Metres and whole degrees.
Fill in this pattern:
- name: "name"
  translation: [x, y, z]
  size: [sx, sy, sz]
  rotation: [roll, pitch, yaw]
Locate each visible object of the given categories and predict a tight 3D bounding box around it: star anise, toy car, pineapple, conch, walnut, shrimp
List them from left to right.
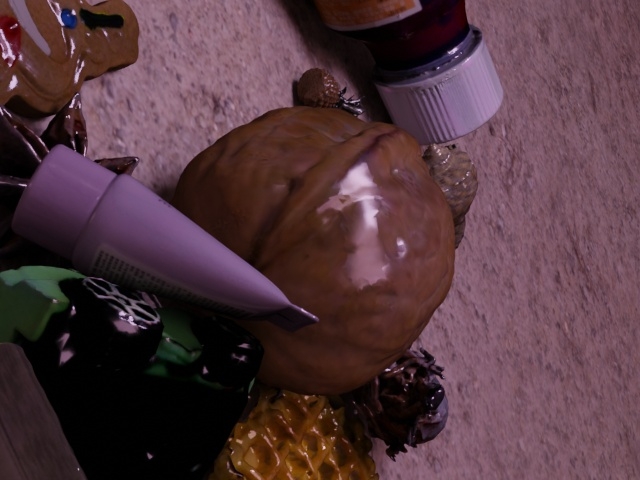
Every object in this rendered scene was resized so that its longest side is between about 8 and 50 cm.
- name: "star anise"
  translation: [-0.239, -0.019, 1.212]
  size: [0.262, 0.081, 0.230]
  rotation: [54, 35, -6]
- name: "toy car"
  translation: [-0.213, 0.128, 1.085]
  size: [0.359, 0.176, 0.213]
  rotation: [19, 102, -57]
- name: "walnut"
  translation: [-0.001, 0.003, 1.368]
  size: [0.344, 0.306, 0.306]
  rotation: [-30, 100, -52]
- name: "pineapple"
  translation: [0.018, -0.186, 1.697]
  size: [0.124, 0.058, 0.058]
  rotation: [31, 50, -51]
- name: "shrimp"
  translation: [0.091, 0.176, 1.462]
  size: [0.145, 0.116, 0.343]
  rotation: [51, -3, -1]
- name: "conch"
  translation: [0.177, -0.062, 1.798]
  size: [0.155, 0.130, 0.207]
  rotation: [-52, 140, -35]

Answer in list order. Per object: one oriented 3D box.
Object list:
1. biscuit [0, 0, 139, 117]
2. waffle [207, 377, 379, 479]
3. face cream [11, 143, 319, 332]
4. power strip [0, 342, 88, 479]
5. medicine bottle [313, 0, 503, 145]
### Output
- name: "biscuit"
  translation: [-0.290, -0.212, 1.270]
  size: [0.320, 0.047, 0.183]
  rotation: [-4, 81, -57]
- name: "waffle"
  translation: [-0.021, 0.288, 1.398]
  size: [0.329, 0.062, 0.329]
  rotation: [31, 50, -44]
- name: "face cream"
  translation: [-0.133, 0.015, 1.122]
  size: [0.274, 0.154, 0.096]
  rotation: [28, 76, -6]
- name: "power strip"
  translation: [-0.279, 0.231, 0.888]
  size: [0.251, 0.092, 0.257]
  rotation: [-22, 64, -20]
- name: "medicine bottle"
  translation: [0.117, -0.326, 1.749]
  size: [0.395, 0.243, 0.242]
  rotation: [65, 33, -25]
